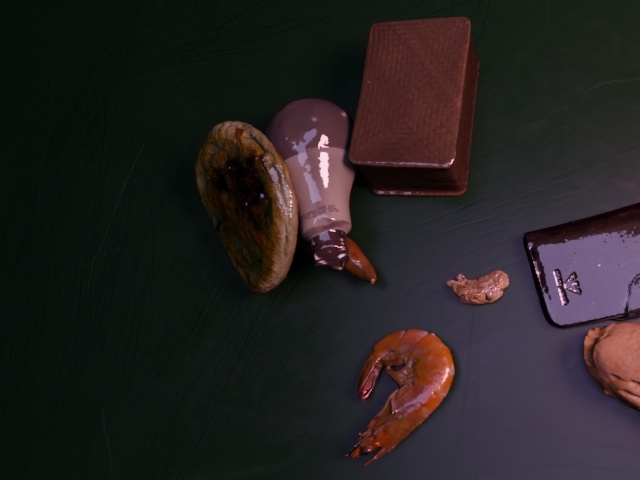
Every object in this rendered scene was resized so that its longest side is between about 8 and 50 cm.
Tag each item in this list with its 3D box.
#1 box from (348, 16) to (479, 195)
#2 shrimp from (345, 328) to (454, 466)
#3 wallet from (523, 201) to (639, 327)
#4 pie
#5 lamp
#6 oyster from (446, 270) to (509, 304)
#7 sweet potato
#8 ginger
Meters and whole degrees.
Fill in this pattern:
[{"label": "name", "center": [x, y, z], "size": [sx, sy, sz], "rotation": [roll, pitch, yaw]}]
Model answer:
[{"label": "box", "center": [0.167, -0.228, 0.996], "size": [0.184, 0.143, 0.274], "rotation": [4, 78, 24]}, {"label": "shrimp", "center": [0.118, 0.257, 0.944], "size": [0.150, 0.068, 0.249], "rotation": [32, 86, 39]}, {"label": "wallet", "center": [0.482, 0.023, 0.853], "size": [0.317, 0.045, 0.173], "rotation": [-16, 70, 20]}, {"label": "pie", "center": [-0.133, -0.061, 1.030], "size": [0.323, 0.070, 0.323], "rotation": [31, 129, 48]}, {"label": "lamp", "center": [-0.025, -0.106, 1.009], "size": [0.181, 0.182, 0.314], "rotation": [-3, 64, 22]}, {"label": "oyster", "center": [0.259, 0.069, 0.940], "size": [0.083, 0.038, 0.081], "rotation": [-48, 62, 7]}, {"label": "sweet potato", "center": [0.000, 0.000, 1.056], "size": [0.273, 0.067, 0.067], "rotation": [35, 92, 28]}, {"label": "ginger", "center": [0.518, 0.211, 0.737], "size": [0.354, 0.190, 0.126], "rotation": [26, 59, 35]}]
